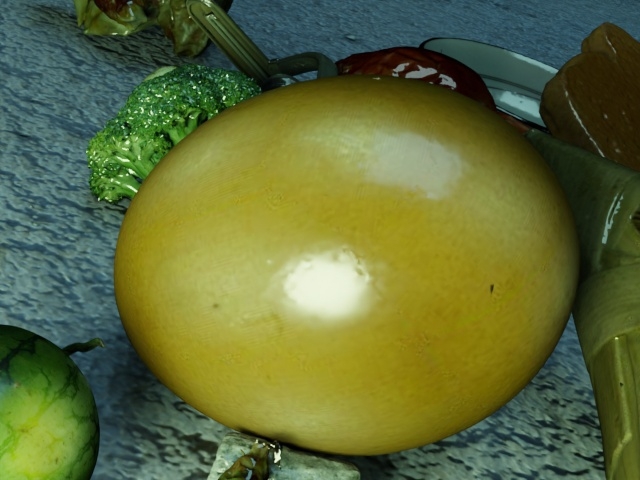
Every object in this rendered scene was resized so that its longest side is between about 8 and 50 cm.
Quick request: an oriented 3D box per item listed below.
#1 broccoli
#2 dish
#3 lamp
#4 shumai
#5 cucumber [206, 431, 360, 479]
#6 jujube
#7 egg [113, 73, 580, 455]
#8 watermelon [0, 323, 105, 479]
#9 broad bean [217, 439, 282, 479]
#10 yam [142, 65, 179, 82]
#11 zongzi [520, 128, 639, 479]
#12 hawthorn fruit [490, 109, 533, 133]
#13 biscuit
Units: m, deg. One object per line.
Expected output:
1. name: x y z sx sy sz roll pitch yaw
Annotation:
1. broccoli: -0.140 -0.096 1.096 0.196 0.195 0.156 5 67 -21
2. dish: 0.269 -0.174 1.525 0.317 0.106 0.316 16 27 -8
3. lamp: -0.073 -0.208 1.306 0.203 0.124 0.283 37 20 -24
4. shumai: -0.233 -0.424 1.472 0.289 0.330 0.292 25 41 -6
5. cucumber: -0.024 0.175 0.755 0.112 0.064 0.064 14 27 -2
6. jujube: 0.097 -0.157 1.346 0.190 0.189 0.255 -2 15 -31
7. egg: 0.015 0.019 0.817 0.352 0.282 0.282 -8 23 15
8. watermelon: -0.203 0.117 0.688 0.141 0.140 0.187 20 19 7
9. broad bean: 0.034 0.243 0.652 0.292 0.049 0.144 34 47 14
10. yam: -0.159 -0.164 1.300 0.070 0.069 0.146 29 4 24
11. zongzi: 0.215 0.120 0.760 0.467 0.218 0.500 39 33 19
12. hawthorn fruit: 0.132 -0.054 1.087 0.243 0.207 0.207 44 32 6
13. biscuit: 0.428 -0.100 1.375 0.350 0.078 0.455 44 37 2
